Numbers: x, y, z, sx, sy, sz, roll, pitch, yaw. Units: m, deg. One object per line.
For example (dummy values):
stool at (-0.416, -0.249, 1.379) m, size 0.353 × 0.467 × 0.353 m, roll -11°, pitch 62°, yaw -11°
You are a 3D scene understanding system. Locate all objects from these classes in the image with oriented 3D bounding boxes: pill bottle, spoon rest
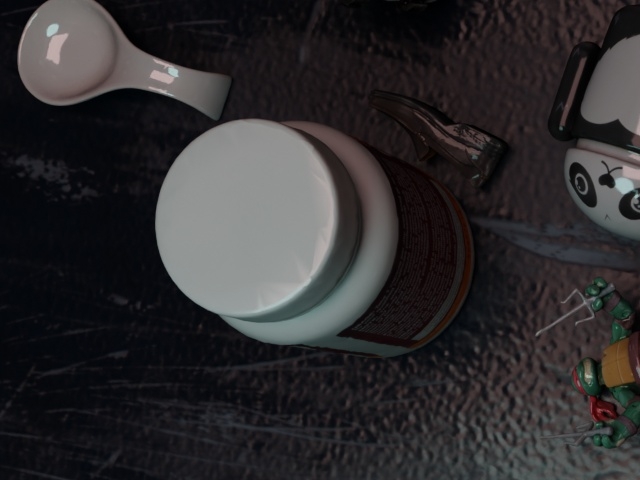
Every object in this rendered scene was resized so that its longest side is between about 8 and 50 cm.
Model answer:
pill bottle at (0.000, 0.000, 1.833) m, size 0.224 × 0.392 × 0.224 m, roll -3°, pitch 82°, yaw 21°
spoon rest at (-0.245, -0.210, 2.124) m, size 0.276 × 0.084 × 0.137 m, roll 17°, pitch 90°, yaw 22°

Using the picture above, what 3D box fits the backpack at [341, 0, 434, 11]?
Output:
backpack at (0.066, -0.399, 1.929) m, size 0.191 × 0.225 × 0.253 m, roll 45°, pitch 123°, yaw 39°

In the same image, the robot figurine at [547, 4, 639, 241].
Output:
robot figurine at (0.353, -0.135, 1.826) m, size 0.174 × 0.209 × 0.278 m, roll 20°, pitch 91°, yaw -13°

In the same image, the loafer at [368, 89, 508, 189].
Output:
loafer at (0.121, -0.116, 1.980) m, size 0.170 × 0.062 × 0.061 m, roll 28°, pitch 99°, yaw 24°

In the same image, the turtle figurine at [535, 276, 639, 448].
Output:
turtle figurine at (0.324, 0.119, 1.838) m, size 0.234 × 0.118 × 0.175 m, roll -24°, pitch 71°, yaw 32°
